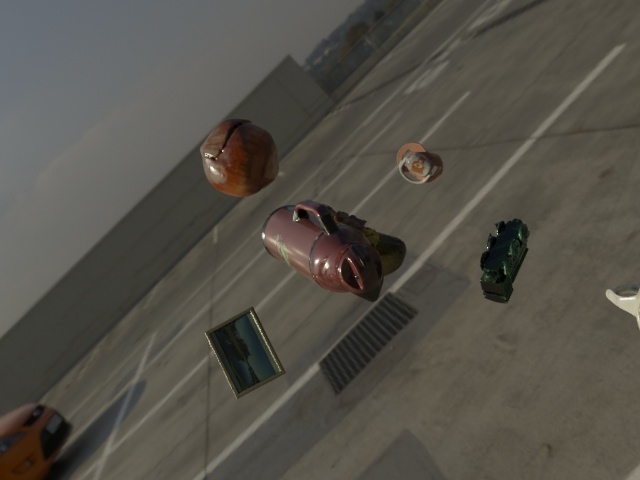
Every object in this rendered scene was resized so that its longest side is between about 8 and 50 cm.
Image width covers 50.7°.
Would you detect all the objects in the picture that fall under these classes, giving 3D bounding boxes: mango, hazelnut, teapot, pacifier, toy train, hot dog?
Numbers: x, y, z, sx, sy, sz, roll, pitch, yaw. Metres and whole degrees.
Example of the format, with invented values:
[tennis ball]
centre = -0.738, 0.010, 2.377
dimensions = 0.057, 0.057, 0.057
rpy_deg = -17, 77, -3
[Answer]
[mango]
centre = 0.073, 0.035, 1.928
dimensions = 0.176, 0.330, 0.175
rpy_deg = 113, 163, -54
[hazelnut]
centre = -0.183, -0.189, 1.556
dimensions = 0.182, 0.182, 0.182
rpy_deg = -43, 10, 9
[teapot]
centre = 0.812, 0.178, 1.610
dimensions = 0.166, 0.208, 0.299
rpy_deg = -22, 21, -7
[pacifier]
centre = 0.205, -0.163, 1.397
dimensions = 0.081, 0.099, 0.078
rpy_deg = -56, 2, 34
[toy train]
centre = 0.379, 0.036, 1.384
dimensions = 0.071, 0.111, 0.170
rpy_deg = 12, 52, 33
[hot dog]
centre = 0.048, -0.005, 1.759
dimensions = 0.103, 0.213, 0.146
rpy_deg = -64, -2, -66

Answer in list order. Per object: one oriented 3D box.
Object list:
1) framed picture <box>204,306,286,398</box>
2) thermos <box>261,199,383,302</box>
[framed picture]
centre = -0.148, 0.220, 1.326
dimensions = 0.109, 0.149, 0.011
rpy_deg = -29, -14, 0
[thermos]
centre = 0.007, 0.003, 1.127
dimensions = 0.330, 0.110, 0.136
rpy_deg = -154, 72, -64
